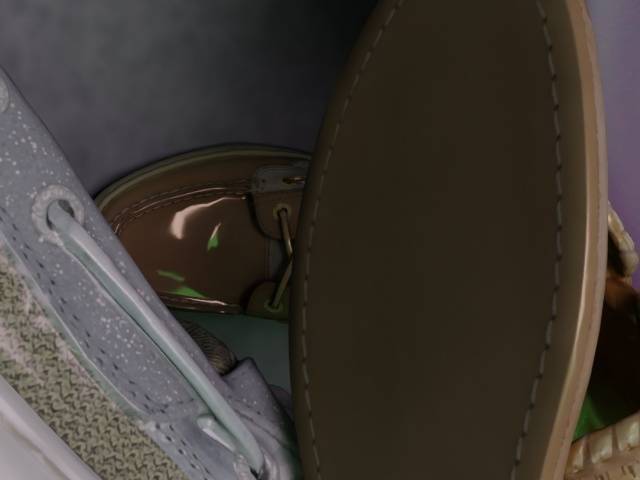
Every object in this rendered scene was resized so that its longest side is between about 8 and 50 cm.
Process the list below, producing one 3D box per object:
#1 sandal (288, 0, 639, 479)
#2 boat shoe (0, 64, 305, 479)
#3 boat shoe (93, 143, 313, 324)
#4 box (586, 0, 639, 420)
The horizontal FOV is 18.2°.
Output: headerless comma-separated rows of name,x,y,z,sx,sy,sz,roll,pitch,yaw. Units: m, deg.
sandal,0.047,0.057,0.432,0.079,0.088,0.240,7,85,-40
boat shoe,-0.070,0.017,0.463,0.320,0.118,0.103,47,66,-19
boat shoe,0.000,0.000,0.570,0.135,0.045,0.050,-5,106,-20
box,0.208,-0.021,0.523,0.294,0.183,0.296,-15,111,8
